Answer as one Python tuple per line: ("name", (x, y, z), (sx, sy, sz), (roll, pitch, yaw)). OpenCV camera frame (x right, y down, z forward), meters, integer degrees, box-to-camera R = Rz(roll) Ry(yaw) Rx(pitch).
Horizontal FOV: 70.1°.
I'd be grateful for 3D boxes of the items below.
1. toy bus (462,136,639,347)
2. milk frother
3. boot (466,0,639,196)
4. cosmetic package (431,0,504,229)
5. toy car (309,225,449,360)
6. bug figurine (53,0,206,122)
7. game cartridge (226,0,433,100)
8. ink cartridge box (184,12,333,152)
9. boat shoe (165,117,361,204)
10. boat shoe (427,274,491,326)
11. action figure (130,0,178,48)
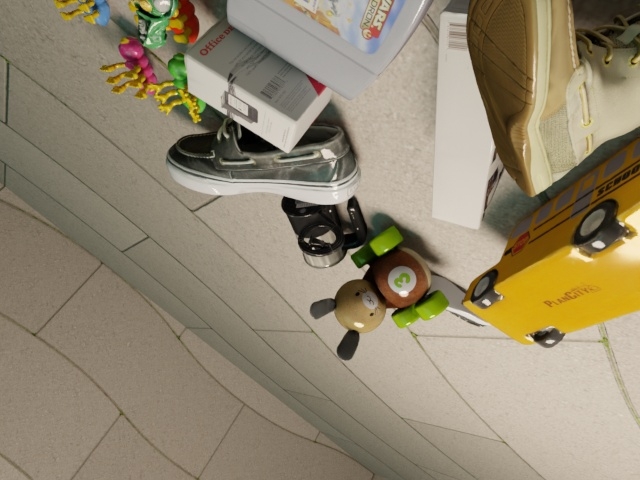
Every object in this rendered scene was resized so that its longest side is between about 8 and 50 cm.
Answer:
("toy bus", (0.288, 0.007, 0.478), (0.108, 0.130, 0.333), (32, 152, 1))
("milk frother", (0.000, 0.000, 0.751), (0.129, 0.143, 0.135), (8, 141, 27))
("boot", (0.197, -0.133, 0.311), (0.165, 0.077, 0.213), (-30, 144, 11))
("cosmetic package", (0.156, -0.126, 0.444), (0.060, 0.099, 0.239), (17, 148, 23))
("toy car", (0.076, 0.097, 0.731), (0.155, 0.188, 0.149), (55, 152, 5))
("bug figurine", (-0.246, -0.285, 0.633), (0.279, 0.072, 0.216), (24, 144, 28))
("game cartridge", (0.018, -0.269, 0.405), (0.198, 0.062, 0.297), (36, 150, 4))
("ink cartridge box", (-0.070, -0.196, 0.553), (0.150, 0.109, 0.063), (32, 153, 2))
("boat shoe", (-0.099, -0.142, 0.688), (0.335, 0.121, 0.119), (7, 136, 22))
("boat shoe", (0.232, 0.109, 0.783), (0.142, 0.049, 0.040), (29, 152, 5))
("action figure", (-0.180, -0.312, 0.447), (0.137, 0.063, 0.232), (33, 135, 40))
